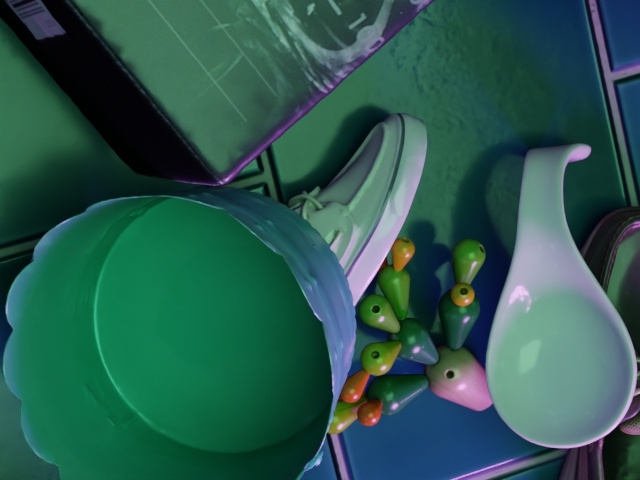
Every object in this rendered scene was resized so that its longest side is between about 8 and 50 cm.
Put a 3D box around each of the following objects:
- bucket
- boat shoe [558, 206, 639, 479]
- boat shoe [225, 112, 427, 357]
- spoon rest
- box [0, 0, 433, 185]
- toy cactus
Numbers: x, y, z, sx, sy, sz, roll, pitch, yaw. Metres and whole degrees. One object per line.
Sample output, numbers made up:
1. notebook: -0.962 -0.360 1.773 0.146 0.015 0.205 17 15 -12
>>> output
1. bucket: -0.104 0.085 1.513 0.281 0.183 0.281 2 98 12
2. boat shoe: 0.300 0.148 1.703 0.132 0.130 0.355 -2 99 -16
3. boat shoe: 0.000 0.000 1.622 0.088 0.096 0.267 26 100 -20
4. spoon rest: 0.208 0.045 1.641 0.137 0.084 0.276 -7 78 24
5. box: -0.082 -0.370 1.371 0.472 0.297 0.480 -43 105 -11
6. toy cactus: 0.085 0.100 1.668 0.180 0.112 0.219 37 85 -36
